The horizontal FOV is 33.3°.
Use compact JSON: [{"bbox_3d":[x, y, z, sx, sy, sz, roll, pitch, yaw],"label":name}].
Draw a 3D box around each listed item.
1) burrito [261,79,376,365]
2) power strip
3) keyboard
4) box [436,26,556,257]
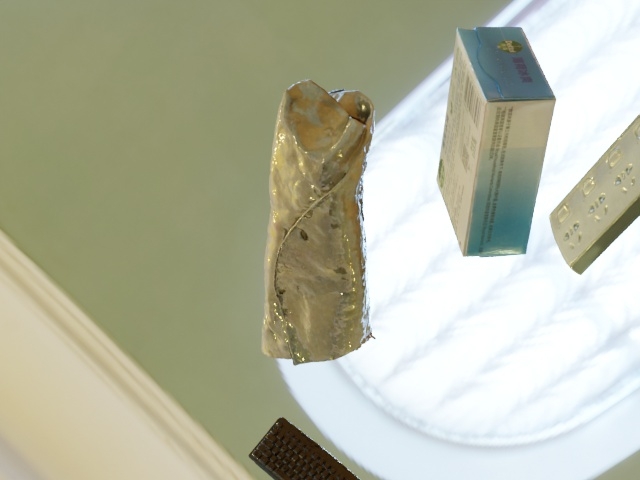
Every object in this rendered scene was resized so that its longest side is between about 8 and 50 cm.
[{"bbox_3d":[0.000,0.000,0.719,0.087,0.226,0.060,15,-141,17],"label":"burrito"},{"bbox_3d":[0.264,-0.065,0.859,0.027,0.253,0.060,12,-136,-27],"label":"power strip"},{"bbox_3d":[0.014,0.365,1.569,0.250,0.087,0.017,40,169,8],"label":"keyboard"},{"bbox_3d":[0.174,-0.099,1.089,0.073,0.194,0.139,-3,-139,-6],"label":"box"}]
